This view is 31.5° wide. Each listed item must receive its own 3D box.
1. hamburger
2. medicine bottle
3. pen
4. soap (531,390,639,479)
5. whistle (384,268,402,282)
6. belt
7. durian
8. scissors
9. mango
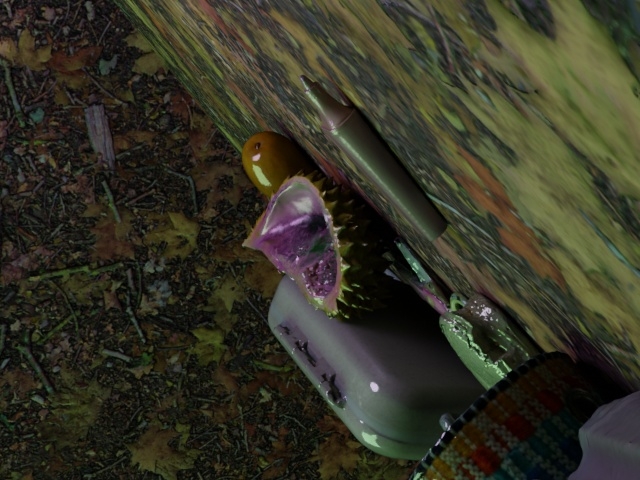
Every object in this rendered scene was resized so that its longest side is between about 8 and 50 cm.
[{"bbox_3d":[0.188,0.120,1.205,0.140,0.062,0.133,51,176,5],"label":"hamburger"},{"bbox_3d":[0.097,0.159,1.539,0.282,0.123,0.375,10,-161,-31],"label":"medicine bottle"},{"bbox_3d":[0.046,-0.078,1.047,0.197,0.032,0.053,47,178,-20],"label":"pen"},{"bbox_3d":[0.172,0.263,0.609,0.213,0.350,0.435,49,174,6],"label":"soap"},{"bbox_3d":[0.040,0.110,1.946,0.405,0.188,0.168,47,177,32],"label":"whistle"},{"bbox_3d":[0.187,0.206,1.019,0.160,0.207,0.295,43,-170,23],"label":"belt"},{"bbox_3d":[0.011,-0.010,1.516,0.260,0.153,0.186,50,157,39],"label":"durian"},{"bbox_3d":[0.144,0.072,1.409,0.187,0.020,0.133,51,160,33],"label":"scissors"},{"bbox_3d":[-0.044,-0.088,1.679,0.184,0.085,0.102,44,180,-34],"label":"mango"}]
